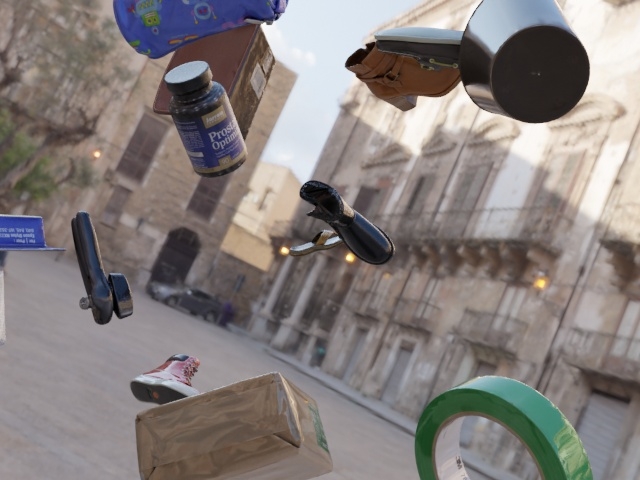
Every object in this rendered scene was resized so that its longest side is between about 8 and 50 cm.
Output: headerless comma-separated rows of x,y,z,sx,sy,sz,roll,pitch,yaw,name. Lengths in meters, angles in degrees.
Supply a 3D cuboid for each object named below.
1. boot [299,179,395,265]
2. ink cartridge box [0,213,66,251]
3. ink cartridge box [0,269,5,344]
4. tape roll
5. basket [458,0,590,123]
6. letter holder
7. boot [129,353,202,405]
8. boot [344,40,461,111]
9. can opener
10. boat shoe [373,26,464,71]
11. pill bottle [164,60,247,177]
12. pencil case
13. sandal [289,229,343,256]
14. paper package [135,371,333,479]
0.063,-0.039,1.988,0.246,0.094,0.207,44,5,17,boot
-0.618,-0.015,1.306,0.307,0.072,0.303,-3,-3,44,ink cartridge box
-0.771,0.186,1.851,0.045,0.224,0.223,2,-6,-39,ink cartridge box
0.311,0.399,1.419,0.077,0.322,0.321,-15,23,-42,tape roll
0.285,-0.252,1.136,0.154,0.205,0.227,13,21,-2,basket
-0.274,-0.400,2.092,0.214,0.302,0.152,9,-25,20,letter holder
-0.329,0.346,2.012,0.244,0.089,0.176,9,27,39,boot
0.151,-0.304,1.403,0.152,0.073,0.197,30,-41,-31,boot
-0.356,0.044,1.278,0.073,0.186,0.059,-10,-19,-46,can opener
0.198,-0.306,1.320,0.227,0.069,0.081,5,29,12,boat shoe
-0.238,-0.249,1.675,0.122,0.123,0.219,18,-41,40,pill bottle
-0.194,-0.395,1.362,0.306,0.133,0.119,-11,-1,21,pencil case
0.000,0.000,2.166,0.180,0.049,0.072,-14,10,-7,sandal
-0.158,0.404,1.615,0.309,0.168,0.325,-17,-25,6,paper package
